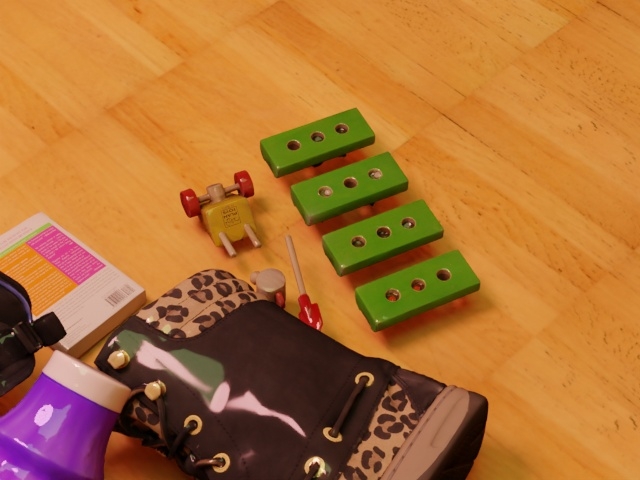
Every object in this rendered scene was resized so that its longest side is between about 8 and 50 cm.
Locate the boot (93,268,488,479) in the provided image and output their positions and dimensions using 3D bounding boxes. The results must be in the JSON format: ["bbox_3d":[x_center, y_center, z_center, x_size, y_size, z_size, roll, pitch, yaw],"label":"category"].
[{"bbox_3d":[-0.076,0.193,1.074,0.284,0.138,0.377,31,57,23],"label":"boot"}]

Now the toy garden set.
[{"bbox_3d":[0.000,0.000,1.286,0.203,0.049,0.244,-20,55,-17],"label":"toy garden set"}]

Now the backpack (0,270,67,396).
[{"bbox_3d":[-0.388,0.095,1.082,0.276,0.213,0.263,34,85,-12],"label":"backpack"}]

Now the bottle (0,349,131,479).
[{"bbox_3d":[-0.237,0.219,1.007,0.092,0.118,0.283,23,82,37],"label":"bottle"}]

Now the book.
[{"bbox_3d":[-0.246,0.039,1.267,0.144,0.035,0.096,35,57,25],"label":"book"}]
